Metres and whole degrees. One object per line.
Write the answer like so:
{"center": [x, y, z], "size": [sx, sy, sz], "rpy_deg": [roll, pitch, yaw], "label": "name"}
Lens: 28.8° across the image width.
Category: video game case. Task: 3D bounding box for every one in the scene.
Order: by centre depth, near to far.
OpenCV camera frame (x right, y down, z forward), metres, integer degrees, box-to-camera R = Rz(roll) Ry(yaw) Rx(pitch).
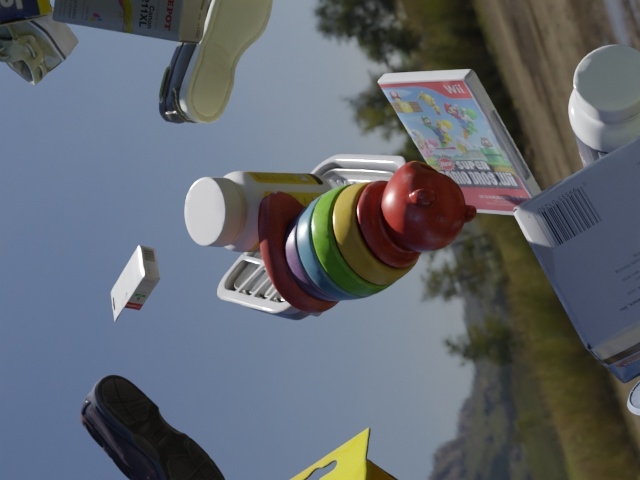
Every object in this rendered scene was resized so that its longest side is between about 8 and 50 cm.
{"center": [0.231, -0.153, 2.003], "size": [0.204, 0.025, 0.285], "rpy_deg": [7, 138, 51], "label": "video game case"}

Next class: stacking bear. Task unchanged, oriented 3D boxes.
{"center": [0.070, -0.015, 1.651], "size": [0.175, 0.289, 0.164], "rpy_deg": [24, -122, -34], "label": "stacking bear"}

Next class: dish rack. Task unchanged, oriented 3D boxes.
{"center": [0.000, 0.000, 2.046], "size": [0.072, 0.333, 0.285], "rpy_deg": [46, 162, -24], "label": "dish rack"}

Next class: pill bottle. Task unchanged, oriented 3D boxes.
{"center": [-0.086, -0.042, 1.826], "size": [0.208, 0.119, 0.119], "rpy_deg": [0, -113, -42], "label": "pill bottle"}
{"center": [0.535, -0.207, 2.202], "size": [0.318, 0.176, 0.176], "rpy_deg": [53, -160, -59], "label": "pill bottle"}

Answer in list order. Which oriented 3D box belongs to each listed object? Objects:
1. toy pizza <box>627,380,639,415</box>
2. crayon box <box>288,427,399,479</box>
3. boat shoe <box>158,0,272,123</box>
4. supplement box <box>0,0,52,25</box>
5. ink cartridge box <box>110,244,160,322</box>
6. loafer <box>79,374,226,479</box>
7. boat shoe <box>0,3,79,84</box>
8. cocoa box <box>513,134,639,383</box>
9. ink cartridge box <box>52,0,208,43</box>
{"center": [0.568, 0.221, 1.910], "size": [0.032, 0.201, 0.201], "rpy_deg": [61, -172, -8], "label": "toy pizza"}
{"center": [0.009, 0.395, 1.442], "size": [0.081, 0.202, 0.318], "rpy_deg": [37, -145, -24], "label": "crayon box"}
{"center": [-0.165, -0.312, 1.939], "size": [0.109, 0.091, 0.305], "rpy_deg": [40, -120, -37], "label": "boat shoe"}
{"center": [-0.414, -0.335, 1.253], "size": [0.356, 0.194, 0.195], "rpy_deg": [-135, 32, -58], "label": "supplement box"}
{"center": [-0.279, 0.068, 1.874], "size": [0.029, 0.115, 0.063], "rpy_deg": [12, -137, -29], "label": "ink cartridge box"}
{"center": [-0.246, 0.338, 1.883], "size": [0.302, 0.095, 0.109], "rpy_deg": [48, -143, 6], "label": "loafer"}
{"center": [-0.400, -0.277, 1.638], "size": [0.109, 0.094, 0.302], "rpy_deg": [30, 176, 12], "label": "boat shoe"}
{"center": [0.481, -0.003, 1.669], "size": [0.228, 0.347, 0.231], "rpy_deg": [37, -155, -60], "label": "cocoa box"}
{"center": [-0.231, -0.320, 1.543], "size": [0.072, 0.175, 0.127], "rpy_deg": [-22, -58, -73], "label": "ink cartridge box"}
